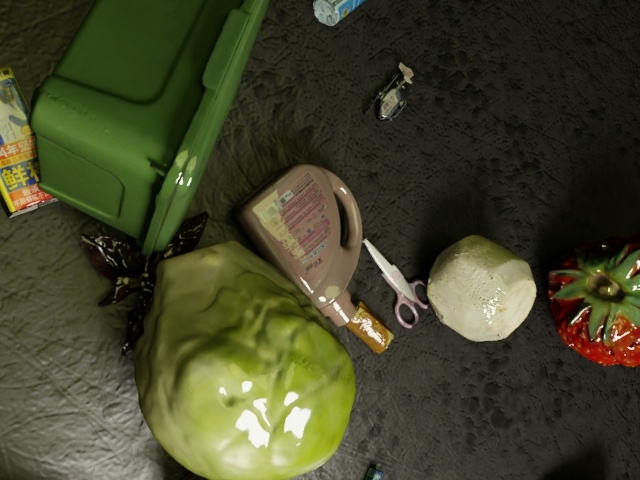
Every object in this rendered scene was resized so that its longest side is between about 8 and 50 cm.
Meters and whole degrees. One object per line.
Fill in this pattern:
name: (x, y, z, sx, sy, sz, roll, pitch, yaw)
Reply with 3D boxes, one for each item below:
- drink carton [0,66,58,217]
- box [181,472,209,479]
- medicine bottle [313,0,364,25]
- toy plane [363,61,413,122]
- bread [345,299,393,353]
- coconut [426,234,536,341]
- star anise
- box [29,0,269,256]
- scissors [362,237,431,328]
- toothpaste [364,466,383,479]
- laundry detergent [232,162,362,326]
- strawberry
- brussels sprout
drink carton: (-0.376, -0.117, 0.728, 0.071, 0.056, 0.166, -26, 99, -33)
box: (-0.106, 0.350, 0.771, 0.133, 0.182, 0.099, -34, 103, -20)
medicine bottle: (0.069, -0.414, 0.965, 0.191, 0.051, 0.051, -44, 106, -22)
toy plane: (0.119, -0.238, 0.993, 0.049, 0.031, 0.121, 40, 74, -10)
bread: (0.076, 0.136, 0.950, 0.083, 0.036, 0.047, 42, 74, -16)
coconut: (0.249, 0.074, 0.977, 0.161, 0.162, 0.161, -21, 125, -33)
star anise: (-0.236, 0.025, 0.790, 0.157, 0.053, 0.212, 48, 69, -21)
box: (-0.192, -0.174, 0.695, 0.177, 0.252, 0.329, 22, 63, -15)
scissors: (0.121, 0.062, 0.983, 0.085, 0.022, 0.176, -48, 110, -22)
toothpaste: (0.071, 0.398, 0.944, 0.017, 0.020, 0.083, 33, 74, -26)
laundry detergent: (0.000, 0.000, 0.896, 0.171, 0.076, 0.237, -44, 106, -22)
strawberry: (0.556, 0.113, 1.088, 0.288, 0.250, 0.239, 24, 69, -49)
brussels sprout: (-0.085, 0.151, 0.731, 0.242, 0.274, 0.317, -27, 113, 17)
